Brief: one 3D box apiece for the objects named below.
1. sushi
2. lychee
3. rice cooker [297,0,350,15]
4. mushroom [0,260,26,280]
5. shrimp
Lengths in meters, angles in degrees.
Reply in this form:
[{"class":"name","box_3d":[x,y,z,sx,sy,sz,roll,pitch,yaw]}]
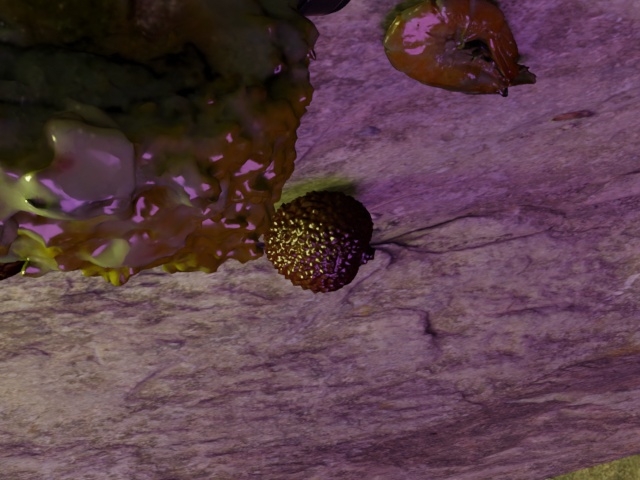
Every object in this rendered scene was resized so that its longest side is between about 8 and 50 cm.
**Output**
[{"class":"sushi","box_3d":[-0.205,-0.132,1.449,0.397,0.351,0.240,0,150,-15]},{"class":"lychee","box_3d":[-0.002,0.002,2.094,0.129,0.123,0.123,1,152,-8]},{"class":"rice cooker","box_3d":[-0.013,-0.257,1.568,0.106,0.112,0.165,-9,159,-22]},{"class":"mushroom","box_3d":[-0.364,-0.057,1.757,0.278,0.163,0.297,-10,153,-4]},{"class":"shrimp","box_3d":[0.155,-0.194,1.846,0.217,0.051,0.115,18,139,-43]}]
